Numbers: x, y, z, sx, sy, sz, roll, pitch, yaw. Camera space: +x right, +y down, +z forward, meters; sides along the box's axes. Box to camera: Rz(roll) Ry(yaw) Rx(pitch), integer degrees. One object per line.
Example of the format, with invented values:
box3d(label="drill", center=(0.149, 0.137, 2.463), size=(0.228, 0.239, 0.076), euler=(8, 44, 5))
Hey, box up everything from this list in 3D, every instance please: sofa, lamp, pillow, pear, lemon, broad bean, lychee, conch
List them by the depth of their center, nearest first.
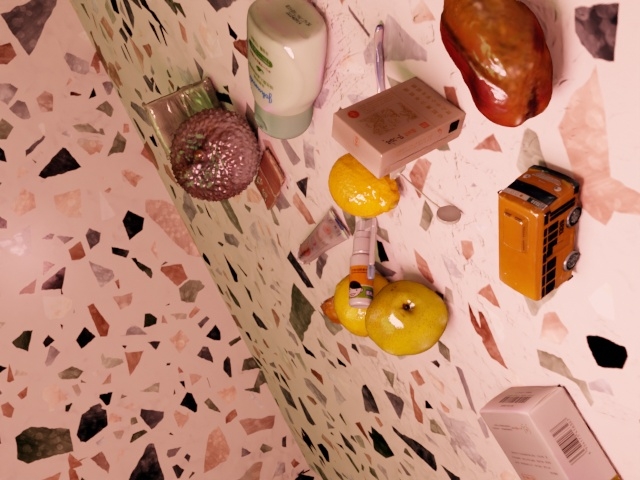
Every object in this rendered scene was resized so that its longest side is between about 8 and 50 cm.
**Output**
box3d(label="broad bean", center=(0.253, -0.276, 0.931), size=(0.156, 0.122, 0.228), euler=(-11, -104, -86))
box3d(label="lamp", center=(0.213, -0.105, 1.325), size=(0.198, 0.050, 0.056), euler=(45, 152, 33))
box3d(label="lemon", center=(0.097, -0.120, 1.439), size=(0.187, 0.142, 0.142), euler=(37, 150, 31))
box3d(label="pear", center=(0.203, 0.187, 1.533), size=(0.198, 0.198, 0.198), euler=(46, 155, 30))
box3d(label="lemon", center=(0.120, 0.165, 1.713), size=(0.206, 0.173, 0.173), euler=(-129, 19, -57))
box3d(label="conch", center=(0.112, 0.197, 1.893), size=(0.330, 0.109, 0.093), euler=(-3, 156, 44))
box3d(label="lychee", center=(-0.313, -0.262, 1.980), size=(0.300, 0.300, 0.300), euler=(46, 155, 30))
box3d(label="pillow", center=(-0.163, -0.191, 2.041), size=(0.126, 0.043, 0.232), euler=(59, 158, 11))
box3d(label="sofa", center=(-0.441, -0.403, 2.131), size=(0.176, 0.225, 0.210), euler=(19, 132, 64))

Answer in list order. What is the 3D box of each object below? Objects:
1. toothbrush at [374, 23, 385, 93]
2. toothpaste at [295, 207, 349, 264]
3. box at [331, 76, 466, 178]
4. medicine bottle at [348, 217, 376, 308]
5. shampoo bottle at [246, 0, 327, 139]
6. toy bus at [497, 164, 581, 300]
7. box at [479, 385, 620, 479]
box3d(label="toothbrush", center=(0.124, -0.308, 1.299), size=(0.027, 0.021, 0.269), euler=(35, 147, 36))
box3d(label="toothpaste", center=(0.000, 0.000, 1.912), size=(0.100, 0.066, 0.323), euler=(58, 154, 5))
box3d(label="box", center=(0.139, -0.207, 1.153), size=(0.141, 0.201, 0.058), euler=(45, 150, 29))
box3d(label="medicine bottle", center=(0.111, 0.054, 1.607), size=(0.092, 0.061, 0.220), euler=(-29, 54, 58))
box3d(label="shampoo bottle", center=(-0.082, -0.377, 1.485), size=(0.222, 0.151, 0.349), euler=(48, 157, 22))
box3d(label="toy bus", center=(0.352, -0.011, 1.057), size=(0.098, 0.114, 0.201), euler=(35, 148, 44))
box3d(label="box", center=(0.495, 0.462, 1.362), size=(0.299, 0.106, 0.200), euler=(59, 160, 4))
